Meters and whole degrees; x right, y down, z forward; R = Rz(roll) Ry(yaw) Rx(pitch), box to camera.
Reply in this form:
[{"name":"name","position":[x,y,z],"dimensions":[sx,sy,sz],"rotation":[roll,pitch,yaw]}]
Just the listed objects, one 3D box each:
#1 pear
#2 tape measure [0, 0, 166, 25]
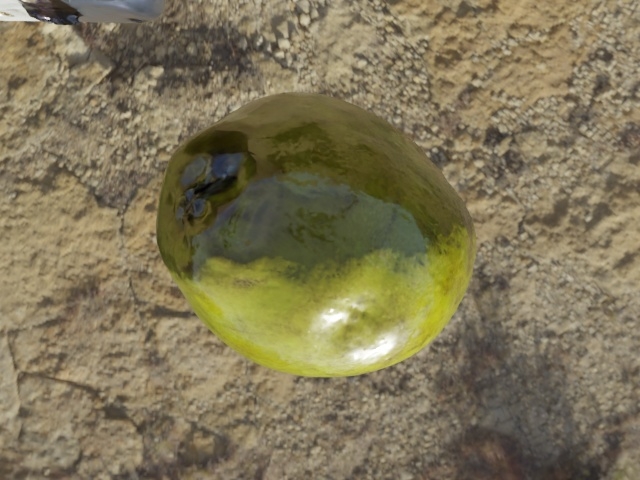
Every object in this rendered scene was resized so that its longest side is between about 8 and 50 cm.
[{"name":"pear","position":[0.000,0.000,0.948],"dimensions":[0.414,0.352,0.351],"rotation":[8,121,-38]},{"name":"tape measure","position":[-0.302,-0.301,0.804],"dimensions":[0.258,0.265,0.130],"rotation":[8,91,16]}]
